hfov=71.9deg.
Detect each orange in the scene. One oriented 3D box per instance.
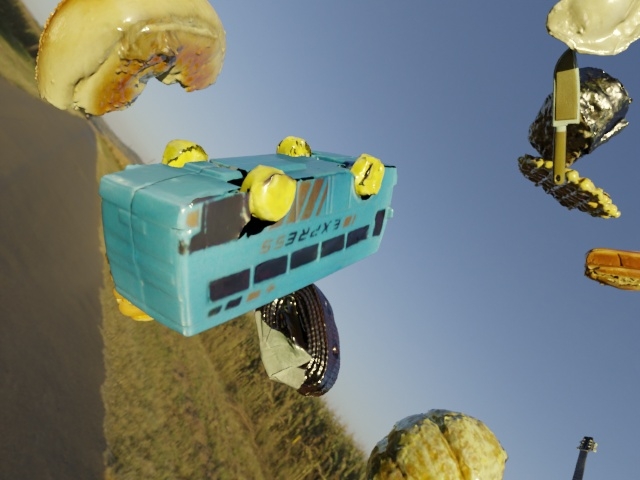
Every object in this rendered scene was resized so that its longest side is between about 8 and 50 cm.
[{"bbox_3d":[0.229,0.543,1.034,0.210,0.369,0.271,36,9,-18],"label":"orange"}]

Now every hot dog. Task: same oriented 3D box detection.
[{"bbox_3d":[0.834,0.084,1.148,0.268,0.115,0.072,12,-41,40],"label":"hot dog"}]

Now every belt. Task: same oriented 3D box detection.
[{"bbox_3d":[-0.056,0.225,1.062,0.164,0.184,0.290,55,16,-59],"label":"belt"}]

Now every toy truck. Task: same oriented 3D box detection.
[{"bbox_3d":[-0.054,-0.033,0.540,0.161,0.384,0.163,20,-66,32],"label":"toy truck"}]

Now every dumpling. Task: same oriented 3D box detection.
[{"bbox_3d":[0.637,-0.511,1.001,0.147,0.257,0.193,124,-60,-85],"label":"dumpling"}]

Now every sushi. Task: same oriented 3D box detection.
[{"bbox_3d":[0.734,-0.339,1.284,0.211,0.170,0.350,50,0,13],"label":"sushi"}]

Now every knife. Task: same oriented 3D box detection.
[{"bbox_3d":[0.619,-0.309,1.113,0.061,0.027,0.344,5,-66,36],"label":"knife"}]

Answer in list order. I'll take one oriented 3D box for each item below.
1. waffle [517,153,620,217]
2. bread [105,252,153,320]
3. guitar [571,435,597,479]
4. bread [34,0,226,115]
[{"bbox_3d":[0.763,-0.167,1.376,0.311,0.060,0.307,33,9,-20],"label":"waffle"},{"bbox_3d":[-0.353,0.072,0.874,0.084,0.119,0.178,171,-92,-79],"label":"bread"},{"bbox_3d":[0.348,0.347,0.601,0.088,0.233,0.025,-11,-77,41],"label":"guitar"},{"bbox_3d":[-0.296,-0.324,0.690,0.171,0.314,0.192,56,-28,5],"label":"bread"}]
